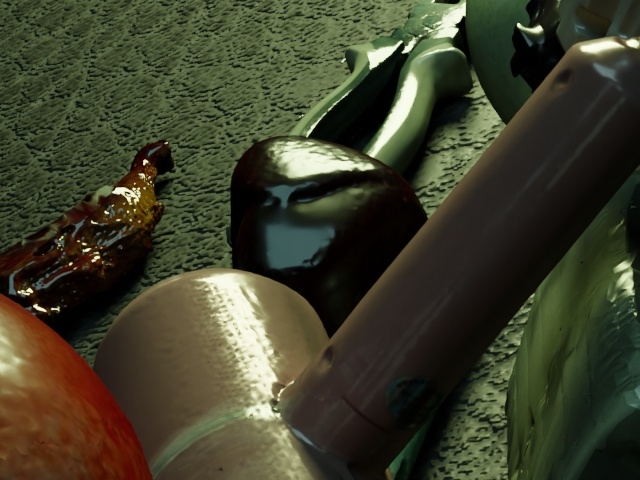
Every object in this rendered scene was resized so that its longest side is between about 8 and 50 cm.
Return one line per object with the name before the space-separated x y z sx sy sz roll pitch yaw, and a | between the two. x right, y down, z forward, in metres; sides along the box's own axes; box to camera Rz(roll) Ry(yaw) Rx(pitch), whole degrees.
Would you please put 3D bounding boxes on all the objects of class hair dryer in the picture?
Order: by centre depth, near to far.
hair dryer | 0.036 0.033 0.854 0.352 0.125 0.210 -50 34 20

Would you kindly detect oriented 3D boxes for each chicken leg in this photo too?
chicken leg | -0.154 -0.002 1.242 0.089 0.048 0.219 14 46 39

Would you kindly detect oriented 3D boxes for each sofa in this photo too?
sofa | 0.203 0.097 0.854 0.225 0.176 0.210 10 34 -4

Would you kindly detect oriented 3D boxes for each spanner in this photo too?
spanner | 0.044 -0.096 1.276 0.095 0.040 0.325 5 42 32

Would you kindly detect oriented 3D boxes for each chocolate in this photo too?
chocolate | 0.000 0.000 1.092 0.125 0.080 0.149 -8 47 9

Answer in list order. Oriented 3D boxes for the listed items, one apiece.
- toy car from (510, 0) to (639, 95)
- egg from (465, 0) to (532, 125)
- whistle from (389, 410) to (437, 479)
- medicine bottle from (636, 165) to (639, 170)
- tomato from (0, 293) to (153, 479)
toy car | 0.209 -0.178 0.922 0.166 0.198 0.314 24 42 4
egg | 0.171 -0.131 1.131 0.169 0.169 0.236 -16 29 8
whistle | 0.051 0.076 1.015 0.039 0.039 0.186 -3 36 27
medicine bottle | 0.229 -0.029 0.976 0.236 0.139 0.139 -16 32 10
tomato | -0.133 0.172 0.752 0.143 0.338 0.338 8 34 -3
